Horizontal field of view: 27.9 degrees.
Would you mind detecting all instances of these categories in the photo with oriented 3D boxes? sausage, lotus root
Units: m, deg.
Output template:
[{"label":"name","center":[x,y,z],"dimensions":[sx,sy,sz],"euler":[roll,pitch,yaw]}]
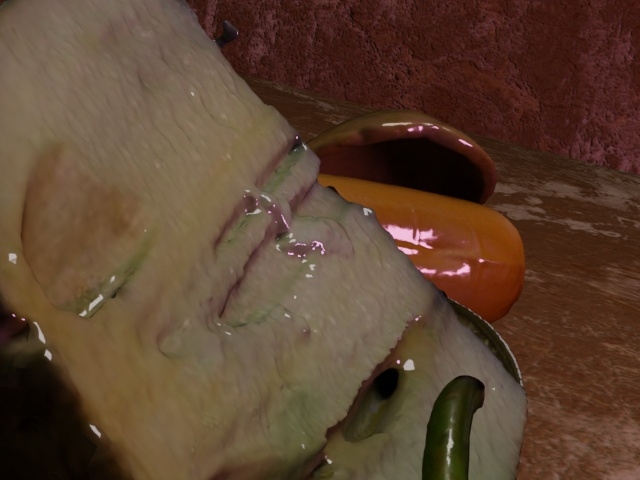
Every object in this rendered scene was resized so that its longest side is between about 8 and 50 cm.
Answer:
[{"label":"sausage","center":[-0.003,0.004,0.914],"dimensions":[0.328,0.112,0.112],"euler":[8,13,-29]},{"label":"lotus root","center":[-0.063,0.058,0.456],"dimensions":[0.267,0.149,0.260],"euler":[47,25,-10]}]

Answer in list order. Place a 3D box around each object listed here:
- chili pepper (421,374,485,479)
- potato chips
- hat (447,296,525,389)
[{"label":"chili pepper","center":[0.094,0.167,0.277],"dimensions":[0.137,0.092,0.368],"euler":[-6,40,-38]},{"label":"potato chips","center":[0.041,-0.042,1.011],"dimensions":[0.195,0.061,0.208],"euler":[-18,-29,14]},{"label":"hat","center":[0.028,0.097,0.651],"dimensions":[0.146,0.067,0.146],"euler":[0,51,0]}]
